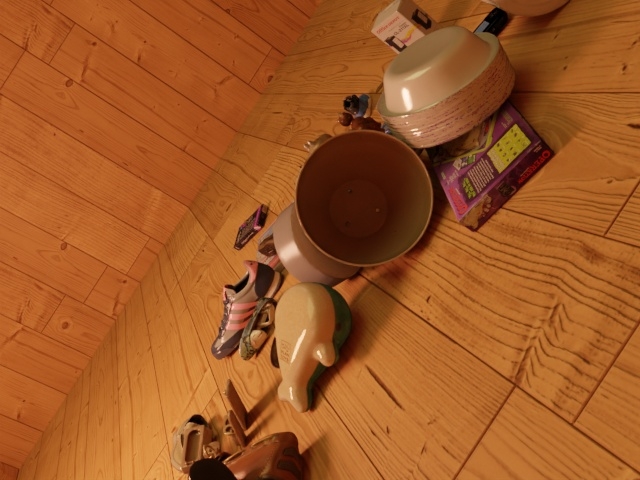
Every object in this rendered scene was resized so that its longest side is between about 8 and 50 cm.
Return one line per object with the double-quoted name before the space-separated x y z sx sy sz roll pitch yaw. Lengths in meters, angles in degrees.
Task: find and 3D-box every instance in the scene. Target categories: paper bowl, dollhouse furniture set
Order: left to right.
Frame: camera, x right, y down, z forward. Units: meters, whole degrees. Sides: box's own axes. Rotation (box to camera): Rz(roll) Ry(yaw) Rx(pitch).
"dollhouse furniture set" -0.264 0.435 1.532 0.151 0.123 0.144 -15 33 5
"paper bowl" 0.247 -0.336 1.371 0.284 0.148 0.284 -30 28 18

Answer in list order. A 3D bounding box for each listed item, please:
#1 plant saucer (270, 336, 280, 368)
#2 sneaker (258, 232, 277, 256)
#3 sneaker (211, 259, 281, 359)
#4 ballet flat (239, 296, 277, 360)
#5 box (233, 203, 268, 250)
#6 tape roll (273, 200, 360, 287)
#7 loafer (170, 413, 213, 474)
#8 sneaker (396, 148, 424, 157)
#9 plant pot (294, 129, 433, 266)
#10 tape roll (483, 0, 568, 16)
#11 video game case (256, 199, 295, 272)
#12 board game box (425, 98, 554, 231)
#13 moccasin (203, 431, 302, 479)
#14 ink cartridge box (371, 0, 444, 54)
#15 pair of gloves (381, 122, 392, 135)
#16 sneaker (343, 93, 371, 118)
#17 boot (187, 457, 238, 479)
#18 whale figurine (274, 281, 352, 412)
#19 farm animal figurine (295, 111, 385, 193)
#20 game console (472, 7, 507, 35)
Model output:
"plant saucer" -0.050 0.224 1.569 0.198 0.036 0.198 -45 24 27
"sneaker" -0.129 0.000 1.937 0.188 0.066 0.071 -13 47 60
"sneaker" -0.251 0.195 1.908 0.319 0.131 0.112 -56 22 4
"ballet flat" -0.164 0.235 1.770 0.070 0.070 0.188 -25 41 53
"box" -0.255 -0.047 2.391 0.162 0.029 0.116 -40 27 34
"tape roll" 0.000 0.000 1.522 0.072 0.219 0.219 -34 31 44
"loafer" -0.321 0.515 1.660 0.092 0.102 0.268 -64 21 -1
"sneaker" 0.191 -0.187 1.524 0.225 0.088 0.092 -39 -46 -89
"plant pot" 0.087 -0.081 1.430 0.284 0.284 0.191 -59 -1 -4
"tape roll" 0.438 -0.620 1.407 0.246 0.246 0.169 -50 23 18
"video game case" -0.137 0.016 2.057 0.204 0.025 0.285 -46 24 26
"board game box" 0.324 -0.184 1.322 0.208 0.056 0.346 -43 25 22
"moccasin" -0.187 0.497 1.348 0.380 0.139 0.147 -42 25 33
"ink cartridge box" 0.251 -0.591 1.855 0.127 0.175 0.072 -21 42 57
"pair of gloves" 0.153 -0.245 1.801 0.159 0.023 0.198 -38 28 43
"sneaker" 0.113 -0.436 2.061 0.058 0.085 0.152 -43 25 32
"boot" -0.149 0.542 1.175 0.305 0.112 0.115 43 126 37
"whale figurine" -0.016 0.226 1.407 0.216 0.141 0.271 12 94 54
"farm animal figurine" 0.021 -0.181 1.731 0.330 0.172 0.326 127 155 -50
"game console" 0.331 -0.444 1.666 0.361 0.044 0.213 -48 23 20
